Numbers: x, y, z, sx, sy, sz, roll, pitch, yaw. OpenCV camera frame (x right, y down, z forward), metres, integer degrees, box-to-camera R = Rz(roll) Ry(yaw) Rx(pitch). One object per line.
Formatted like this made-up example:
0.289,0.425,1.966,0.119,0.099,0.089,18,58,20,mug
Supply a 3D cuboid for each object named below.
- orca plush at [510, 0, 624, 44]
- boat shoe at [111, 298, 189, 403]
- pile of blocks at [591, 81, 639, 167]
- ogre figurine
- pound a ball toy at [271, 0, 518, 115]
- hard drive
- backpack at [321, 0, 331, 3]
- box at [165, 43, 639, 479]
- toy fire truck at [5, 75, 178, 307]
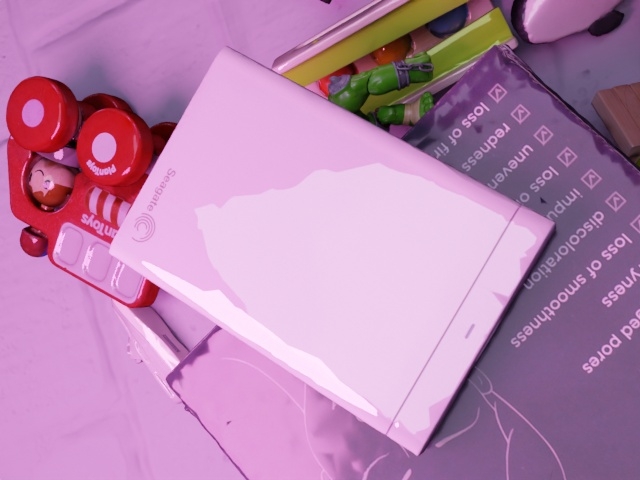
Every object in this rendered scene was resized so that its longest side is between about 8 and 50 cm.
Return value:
0.324,-0.350,0.996,0.287,0.151,0.102,-50,41,11,orca plush
-0.238,0.149,1.185,0.184,0.066,0.063,45,100,7,boat shoe
0.436,-0.028,0.917,0.149,0.113,0.362,-36,66,-25,pile of blocks
0.058,-0.120,0.980,0.118,0.197,0.097,0,55,-11,ogre figurine
0.089,-0.193,1.069,0.319,0.136,0.208,-29,108,13,pound a ball toy
0.000,0.000,0.782,0.353,0.047,0.233,31,93,17,hard drive
0.027,-0.536,1.055,0.355,0.273,0.290,-39,68,0,backpack
0.194,0.155,0.884,0.480,0.297,0.472,-45,73,7,box
-0.321,-0.072,1.172,0.302,0.169,0.254,24,98,21,toy fire truck
